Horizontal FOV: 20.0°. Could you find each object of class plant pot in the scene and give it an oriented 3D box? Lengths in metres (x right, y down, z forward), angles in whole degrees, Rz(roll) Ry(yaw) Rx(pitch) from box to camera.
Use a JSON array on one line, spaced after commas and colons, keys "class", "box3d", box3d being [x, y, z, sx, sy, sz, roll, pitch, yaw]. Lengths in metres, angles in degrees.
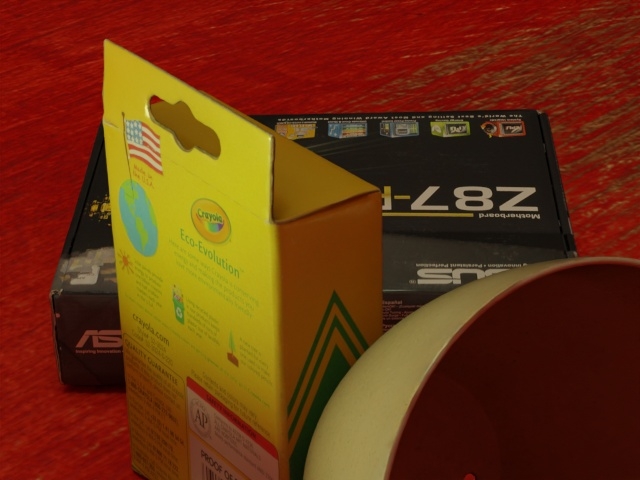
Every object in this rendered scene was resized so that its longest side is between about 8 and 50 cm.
[{"class": "plant pot", "box3d": [0.098, 0.147, 1.018, 0.284, 0.284, 0.191, -19, 11, -30]}]

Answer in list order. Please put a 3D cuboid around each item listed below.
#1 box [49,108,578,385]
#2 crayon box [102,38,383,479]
[{"class": "box", "box3d": [0.000, 0.000, 1.461, 0.394, 0.097, 0.318, 0, 30, 2]}, {"class": "crayon box", "box3d": [-0.048, 0.042, 1.138, 0.081, 0.319, 0.202, -19, 32, -30]}]
